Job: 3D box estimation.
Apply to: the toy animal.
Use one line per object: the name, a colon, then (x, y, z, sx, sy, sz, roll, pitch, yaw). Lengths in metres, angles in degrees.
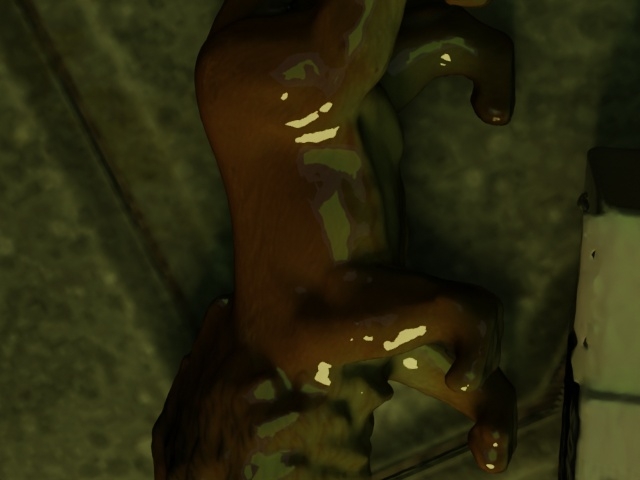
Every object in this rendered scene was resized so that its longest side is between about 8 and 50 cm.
toy animal: (0.000, 0.000, 0.629, 0.157, 0.097, 0.312, 0, 100, 13)

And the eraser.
eraser: (0.134, 0.115, 0.618, 0.086, 0.130, 0.287, 4, 104, 9)
